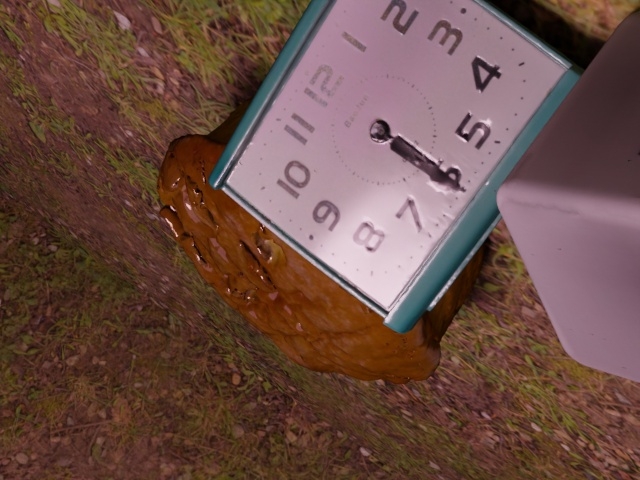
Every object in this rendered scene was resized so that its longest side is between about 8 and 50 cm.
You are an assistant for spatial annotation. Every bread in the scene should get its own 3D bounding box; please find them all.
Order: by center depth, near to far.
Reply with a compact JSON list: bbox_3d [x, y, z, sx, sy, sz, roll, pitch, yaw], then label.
[{"bbox_3d":[0.000,0.000,1.034,0.398,0.215,0.398,33,156,17],"label":"bread"}]

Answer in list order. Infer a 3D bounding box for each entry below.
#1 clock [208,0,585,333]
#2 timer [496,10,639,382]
[{"bbox_3d":[0.067,-0.092,0.766,0.231,0.262,0.116,38,-159,10],"label":"clock"},{"bbox_3d":[0.266,-0.020,0.601,0.194,0.195,0.192,14,147,45],"label":"timer"}]
